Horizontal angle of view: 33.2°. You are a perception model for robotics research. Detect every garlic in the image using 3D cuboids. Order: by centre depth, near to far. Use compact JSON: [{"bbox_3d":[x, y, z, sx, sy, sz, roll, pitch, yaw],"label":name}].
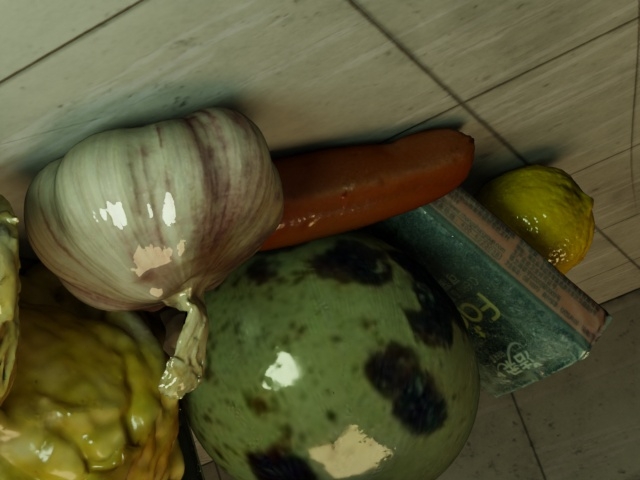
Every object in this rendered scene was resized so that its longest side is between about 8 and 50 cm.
[{"bbox_3d":[-0.143,0.021,1.002,0.245,0.253,0.245,-12,164,-3],"label":"garlic"}]

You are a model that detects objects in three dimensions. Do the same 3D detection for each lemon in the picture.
[{"bbox_3d":[0.291,-0.015,1.520,0.181,0.180,0.193,-5,179,-40],"label":"lemon"}]

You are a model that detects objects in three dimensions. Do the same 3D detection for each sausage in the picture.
[{"bbox_3d":[0.031,-0.058,1.218,0.348,0.094,0.097,-13,161,-25],"label":"sausage"}]

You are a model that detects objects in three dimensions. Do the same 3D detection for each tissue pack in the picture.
[{"bbox_3d":[0.198,0.058,1.439,0.103,0.316,0.228,-51,-177,-31],"label":"tissue pack"}]

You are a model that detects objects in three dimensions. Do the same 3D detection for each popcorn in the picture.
[{"bbox_3d":[-0.331,0.204,1.206,0.390,0.344,0.354,-8,156,-49],"label":"popcorn"}]

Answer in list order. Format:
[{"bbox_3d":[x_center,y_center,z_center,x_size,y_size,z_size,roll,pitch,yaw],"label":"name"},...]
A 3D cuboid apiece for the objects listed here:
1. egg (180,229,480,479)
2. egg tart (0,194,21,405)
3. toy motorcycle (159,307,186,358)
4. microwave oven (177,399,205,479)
[{"bbox_3d":[0.019,0.166,1.327,0.345,0.345,0.428,-28,135,27],"label":"egg"},{"bbox_3d":[-0.373,0.088,0.888,0.150,0.352,0.352,29,136,-34],"label":"egg tart"},{"bbox_3d":[-0.194,0.148,1.605,0.341,0.108,0.223,-31,170,16],"label":"toy motorcycle"},{"bbox_3d":[-0.399,0.451,1.962,0.247,0.333,0.394,-23,165,24],"label":"microwave oven"}]
